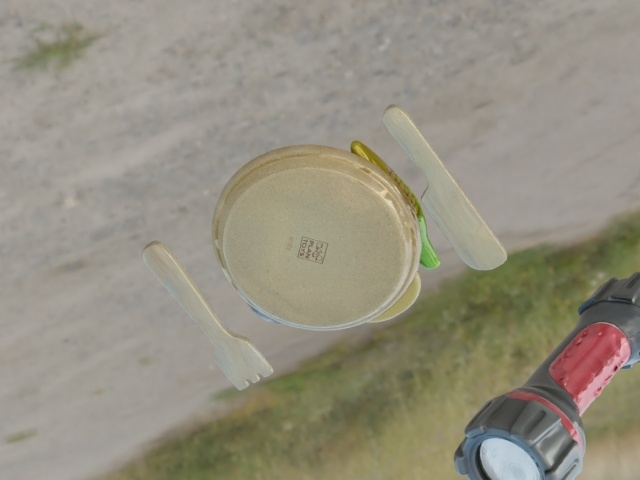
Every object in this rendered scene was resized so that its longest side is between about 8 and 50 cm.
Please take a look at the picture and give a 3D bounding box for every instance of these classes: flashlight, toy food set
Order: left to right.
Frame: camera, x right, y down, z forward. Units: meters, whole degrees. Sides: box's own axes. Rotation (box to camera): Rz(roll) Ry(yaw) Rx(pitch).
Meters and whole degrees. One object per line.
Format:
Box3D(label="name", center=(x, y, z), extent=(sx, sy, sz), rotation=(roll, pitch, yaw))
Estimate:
Box3D(label="toy food set", center=(0.000, 0.000, 0.845), extent=(0.192, 0.132, 0.038), rotation=(-27, -158, 21))
Box3D(label="flashlight", center=(0.234, 0.126, 1.284), extent=(0.304, 0.103, 0.103), rotation=(-38, 149, -43))
